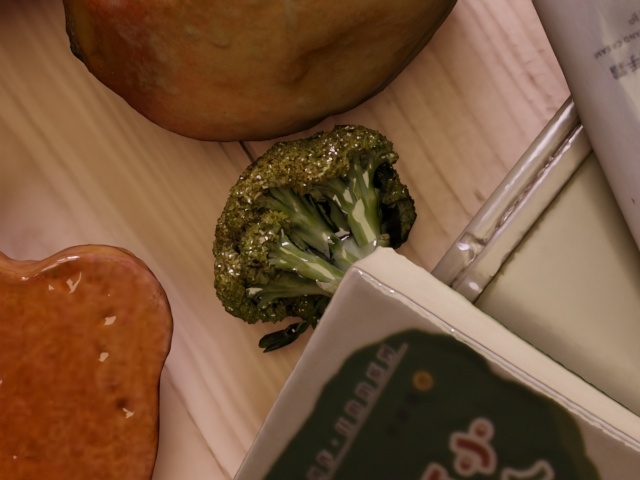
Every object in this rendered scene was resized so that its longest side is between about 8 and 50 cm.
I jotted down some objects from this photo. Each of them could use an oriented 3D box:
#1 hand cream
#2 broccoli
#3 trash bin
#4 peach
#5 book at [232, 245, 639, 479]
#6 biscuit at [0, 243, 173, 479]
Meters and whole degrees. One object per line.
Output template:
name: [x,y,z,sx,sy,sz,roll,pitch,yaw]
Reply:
hand cream: [0.189,-0.046,0.630,0.124,0.078,0.341,-28,88,-3]
broccoli: [0.000,0.000,0.729,0.131,0.130,0.120,-35,50,-18]
trash bin: [0.208,0.029,0.707,0.247,0.121,0.243,39,85,8]
peach: [-0.037,-0.162,0.721,0.235,0.214,0.214,-37,78,5]
book: [0.121,0.204,0.661,0.371,0.043,0.260,32,114,10]
biscuit: [-0.307,0.079,0.683,0.455,0.078,0.350,35,85,-17]
